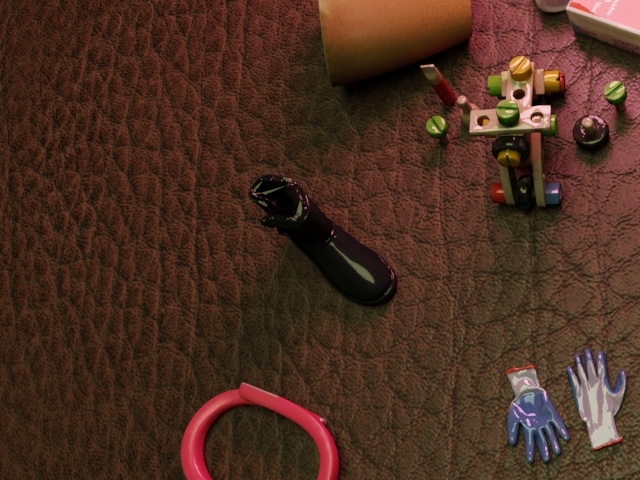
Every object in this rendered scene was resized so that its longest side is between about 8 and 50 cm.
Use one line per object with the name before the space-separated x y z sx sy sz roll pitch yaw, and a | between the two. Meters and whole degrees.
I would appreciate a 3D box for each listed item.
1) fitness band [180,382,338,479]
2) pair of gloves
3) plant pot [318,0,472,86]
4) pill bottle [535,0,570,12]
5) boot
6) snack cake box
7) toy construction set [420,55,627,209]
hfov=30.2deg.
fitness band | -0.101 0.360 1.974 0.291 0.054 0.209 21 83 29
pair of gloves | 0.377 0.253 1.823 0.198 0.023 0.159 -17 66 17
plant pot | 0.132 -0.402 2.070 0.254 0.237 0.237 -7 68 6
pill bottle | 0.397 -0.481 2.046 0.087 0.087 0.160 -18 65 16
boot | 0.000 0.000 1.971 0.246 0.207 0.094 40 90 29
snack cake box | 0.541 -0.452 1.973 0.152 0.089 0.264 28 84 27
toy construction set | 0.288 -0.215 1.909 0.309 0.237 0.257 25 82 29
